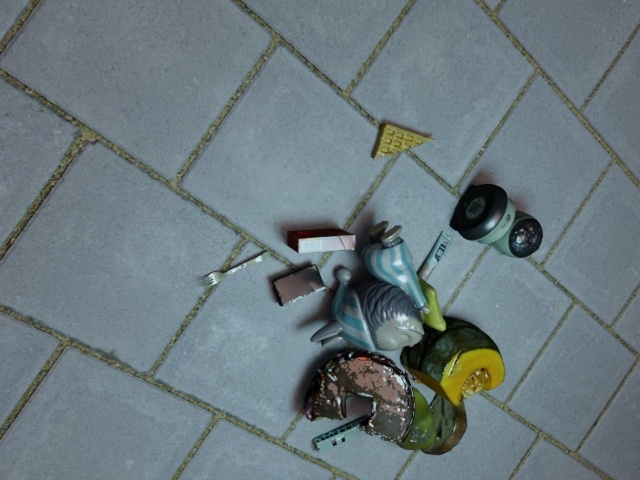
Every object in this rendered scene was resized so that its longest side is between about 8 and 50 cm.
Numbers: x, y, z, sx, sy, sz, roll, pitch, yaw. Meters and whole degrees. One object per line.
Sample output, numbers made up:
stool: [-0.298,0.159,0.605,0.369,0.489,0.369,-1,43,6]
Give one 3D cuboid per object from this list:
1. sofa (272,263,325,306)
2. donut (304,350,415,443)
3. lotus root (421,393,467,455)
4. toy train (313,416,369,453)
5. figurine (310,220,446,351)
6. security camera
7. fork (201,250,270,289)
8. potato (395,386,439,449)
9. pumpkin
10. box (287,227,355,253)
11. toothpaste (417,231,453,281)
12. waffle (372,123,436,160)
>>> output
sofa: [-0.068,0.133,1.687,0.147,0.060,0.085,-22,93,-16]
donut: [0.129,0.470,1.761,0.344,0.136,0.259,11,91,0]
lotus root: [0.432,0.630,1.950,0.074,0.170,0.261,23,100,-21]
toy train: [0.081,0.643,1.869,0.207,0.047,0.043,-19,110,-16]
figurine: [0.133,0.190,1.669,0.377,0.266,0.361,-29,106,-14]
security camera: [0.595,-0.044,1.836,0.277,0.191,0.197,29,89,-26]
fork: [-0.243,0.079,1.617,0.219,0.028,0.034,-27,104,-18]
potato: [0.296,0.599,1.890,0.169,0.143,0.248,-23,109,-12]
pumpkin: [0.446,0.394,1.872,0.303,0.225,0.256,-19,113,-23]
box: [0.000,-0.001,1.645,0.175,0.112,0.048,-4,103,-22]
toothpaste: [0.369,0.070,1.857,0.056,0.036,0.205,36,83,-26]
waffle: [0.259,-0.279,1.727,0.191,0.032,0.125,15,95,-23]
